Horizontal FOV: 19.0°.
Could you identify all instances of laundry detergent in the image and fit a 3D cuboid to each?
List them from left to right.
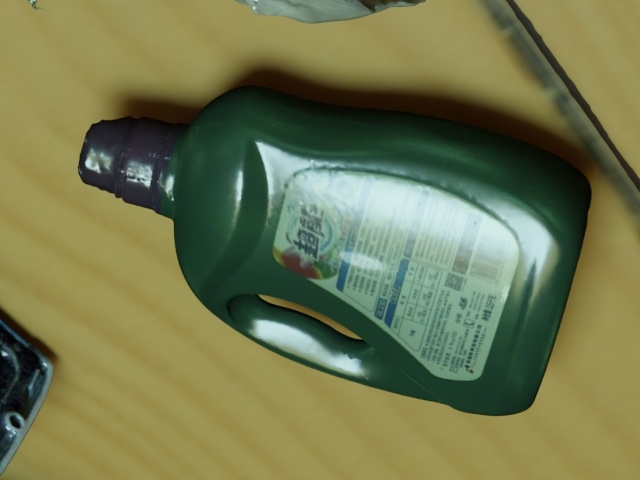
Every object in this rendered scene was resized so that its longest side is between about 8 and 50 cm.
[{"bbox_3d":[0.000,0.000,0.849,0.222,0.078,0.144,13,129,4],"label":"laundry detergent"}]

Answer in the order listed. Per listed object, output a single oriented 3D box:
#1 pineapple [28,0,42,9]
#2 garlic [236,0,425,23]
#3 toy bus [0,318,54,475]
[{"bbox_3d":[-0.128,-0.127,0.829,0.083,0.019,0.045,22,123,-5],"label":"pineapple"},{"bbox_3d":[-0.035,-0.190,0.681,0.143,0.178,0.229,7,113,42],"label":"garlic"},{"bbox_3d":[-0.256,0.039,0.916,0.133,0.116,0.234,-36,107,31],"label":"toy bus"}]
